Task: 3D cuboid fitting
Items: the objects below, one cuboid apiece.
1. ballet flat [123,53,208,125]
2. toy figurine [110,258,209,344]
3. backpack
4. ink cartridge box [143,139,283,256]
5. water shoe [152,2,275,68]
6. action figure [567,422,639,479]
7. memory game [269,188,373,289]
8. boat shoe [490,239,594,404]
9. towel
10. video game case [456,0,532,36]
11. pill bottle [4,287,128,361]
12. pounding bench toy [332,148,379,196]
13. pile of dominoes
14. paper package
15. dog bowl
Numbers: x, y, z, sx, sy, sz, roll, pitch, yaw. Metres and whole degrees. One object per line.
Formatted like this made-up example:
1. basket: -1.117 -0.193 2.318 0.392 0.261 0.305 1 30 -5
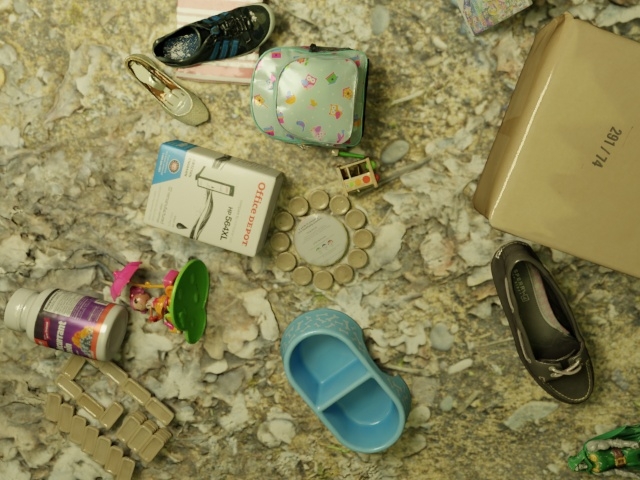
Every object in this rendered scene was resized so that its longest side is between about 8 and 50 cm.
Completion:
1. ballet flat: -0.268 -0.254 1.025 0.168 0.052 0.057 38 102 -5
2. toy figurine: -0.301 0.102 1.093 0.159 0.130 0.173 10 128 16
3. backpack: -0.022 -0.232 0.967 0.189 0.144 0.165 6 108 6
4. ink cartridge box: -0.183 -0.074 1.041 0.203 0.086 0.148 17 103 1
5. water shoe: -0.169 -0.323 0.962 0.203 0.080 0.072 -19 104 9
6. action figure: 0.574 0.390 1.102 0.232 0.063 0.137 -16 104 11
7. memory game: 0.000 0.000 1.081 0.186 0.012 0.186 1 103 5
8. boat shoe: 0.389 0.157 1.043 0.112 0.095 0.335 -26 99 9
9. towel: -0.169 -0.365 1.008 0.144 0.029 0.196 7 106 3
10. video game case: 0.263 -0.380 0.931 0.011 0.122 0.087 -33 100 -26
11. pill bottle: -0.465 0.148 1.099 0.194 0.108 0.108 14 103 1
12. pounding bench toy: 0.061 -0.126 1.028 0.065 0.052 0.083 -18 100 8
13. pile of dominoes: -0.416 0.339 1.187 0.251 0.040 0.196 39 103 4
14. paper package: 0.440 -0.137 0.940 0.310 0.168 0.324 19 102 0
15. dog bowl: 0.046 0.266 1.105 0.166 0.074 0.297 -37 98 11
